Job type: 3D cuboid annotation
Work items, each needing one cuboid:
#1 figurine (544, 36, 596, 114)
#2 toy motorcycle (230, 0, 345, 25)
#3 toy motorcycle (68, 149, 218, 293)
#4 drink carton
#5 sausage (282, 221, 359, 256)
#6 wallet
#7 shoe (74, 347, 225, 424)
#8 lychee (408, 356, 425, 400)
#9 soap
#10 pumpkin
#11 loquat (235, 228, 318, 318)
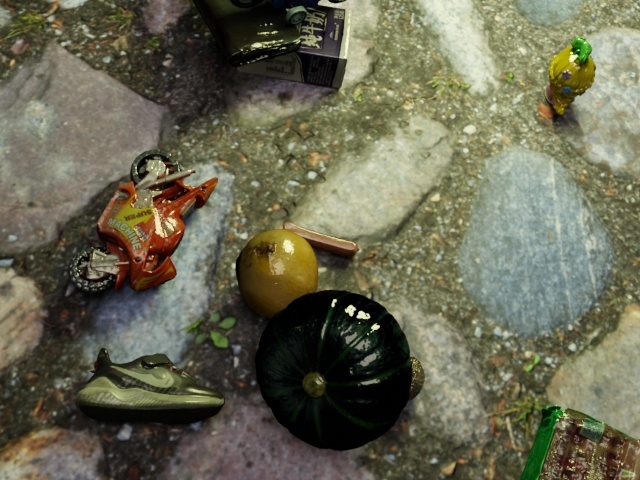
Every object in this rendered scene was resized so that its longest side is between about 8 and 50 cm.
[{"bbox_3d":[0.520,-0.335,1.472,0.095,0.156,0.114,14,61,-3],"label":"figurine"},{"bbox_3d":[-0.031,-0.501,1.320,0.315,0.169,0.113,-16,70,-34],"label":"toy motorcycle"},{"bbox_3d":[-0.301,-0.021,1.224,0.171,0.089,0.298,23,62,1],"label":"toy motorcycle"},{"bbox_3d":[-0.054,-0.406,1.448,0.222,0.102,0.134,8,66,-3],"label":"drink carton"},{"bbox_3d":[0.000,0.000,1.295,0.147,0.030,0.035,17,66,0],"label":"sausage"},{"bbox_3d":[-0.166,-0.478,1.387,0.173,0.045,0.318,-20,67,-20],"label":"wallet"},{"bbox_3d":[-0.264,0.224,1.112,0.228,0.099,0.112,2,57,-8],"label":"shoe"},{"bbox_3d":[0.141,0.229,1.184,0.067,0.068,0.083,36,36,-22],"label":"lychee"},{"bbox_3d":[0.394,0.409,1.122,0.218,0.098,0.273,27,63,4],"label":"soap"},{"bbox_3d":[0.032,0.193,1.122,0.248,0.248,0.248,4,64,-7],"label":"pumpkin"},{"bbox_3d":[-0.071,0.057,1.194,0.137,0.163,0.163,-18,67,5],"label":"loquat"}]
